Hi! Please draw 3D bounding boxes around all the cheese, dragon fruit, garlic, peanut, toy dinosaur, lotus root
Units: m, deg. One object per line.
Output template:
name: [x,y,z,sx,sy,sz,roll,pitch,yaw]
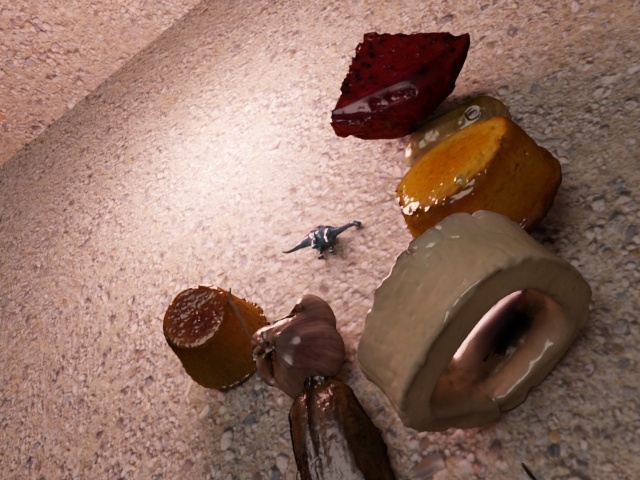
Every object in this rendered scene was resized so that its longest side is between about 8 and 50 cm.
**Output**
cheese: [0.227,0.134,1.009,0.332,0.292,0.153,-52,40,11]
dragon fruit: [0.119,-0.315,1.443,0.240,0.302,0.330,43,56,11]
garlic: [-0.084,0.192,1.275,0.207,0.256,0.207,-59,6,10]
peanut: [0.274,-0.212,1.375,0.236,0.110,0.120,-25,68,25]
toy dinosaur: [0.000,0.000,1.480,0.197,0.045,0.080,-20,34,17]
lotus root: [0.041,0.354,1.066,0.167,0.078,0.329,-10,55,-14]

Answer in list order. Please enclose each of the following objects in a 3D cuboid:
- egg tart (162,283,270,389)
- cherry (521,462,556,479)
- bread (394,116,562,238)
egg tart: [-0.223,0.194,1.412,0.215,0.171,0.215,-10,57,15]
cherry: [0.266,0.418,0.821,0.250,0.192,0.175,-65,9,-12]
bread: [0.272,-0.084,1.189,0.312,0.172,0.312,-37,22,18]
